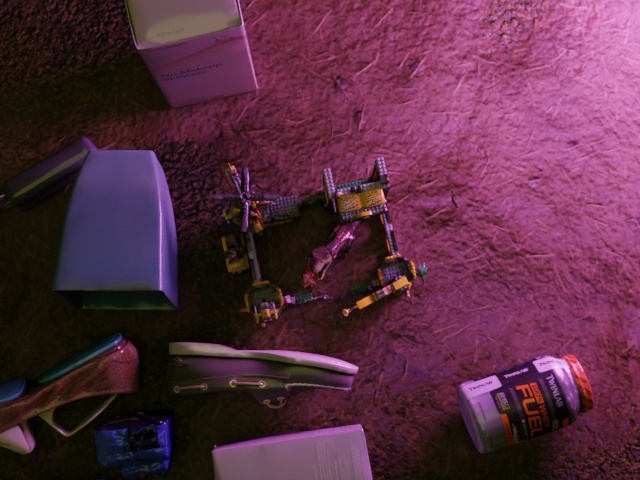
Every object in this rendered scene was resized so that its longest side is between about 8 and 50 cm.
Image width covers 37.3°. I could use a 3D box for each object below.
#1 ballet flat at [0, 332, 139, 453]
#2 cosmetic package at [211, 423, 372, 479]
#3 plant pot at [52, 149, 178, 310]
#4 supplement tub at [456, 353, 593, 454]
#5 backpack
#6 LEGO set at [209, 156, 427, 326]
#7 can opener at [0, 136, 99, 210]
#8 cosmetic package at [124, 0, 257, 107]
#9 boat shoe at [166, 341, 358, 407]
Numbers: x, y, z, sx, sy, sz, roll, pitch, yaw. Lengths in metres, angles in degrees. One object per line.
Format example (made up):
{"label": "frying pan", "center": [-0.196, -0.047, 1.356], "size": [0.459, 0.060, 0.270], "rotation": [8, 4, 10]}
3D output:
{"label": "ballet flat", "center": [-0.443, 0.263, 1.506], "size": [0.342, 0.116, 0.124], "rotation": [-22, 102, -6]}
{"label": "cosmetic package", "center": [-0.043, 0.350, 1.469], "size": [0.238, 0.127, 0.107], "rotation": [-11, 83, 1]}
{"label": "plant pot", "center": [-0.315, -0.018, 1.504], "size": [0.166, 0.165, 0.234], "rotation": [0, 76, 0]}
{"label": "supplement tub", "center": [0.319, 0.251, 1.482], "size": [0.190, 0.117, 0.117], "rotation": [-20, 83, -2]}
{"label": "backpack", "center": [-0.294, 0.321, 1.489], "size": [0.120, 0.098, 0.101], "rotation": [-4, 86, -1]}
{"label": "LEGO set", "center": [0.000, 0.000, 1.479], "size": [0.331, 0.192, 0.254], "rotation": [-4, 83, 0]}
{"label": "can opener", "center": [-0.496, -0.093, 1.556], "size": [0.280, 0.074, 0.093], "rotation": [-28, 83, -3]}
{"label": "cosmetic package", "center": [-0.192, -0.310, 1.462], "size": [0.160, 0.309, 0.113], "rotation": [-13, 84, -1]}
{"label": "boat shoe", "center": [-0.094, 0.216, 1.498], "size": [0.305, 0.109, 0.091], "rotation": [5, 83, 7]}
